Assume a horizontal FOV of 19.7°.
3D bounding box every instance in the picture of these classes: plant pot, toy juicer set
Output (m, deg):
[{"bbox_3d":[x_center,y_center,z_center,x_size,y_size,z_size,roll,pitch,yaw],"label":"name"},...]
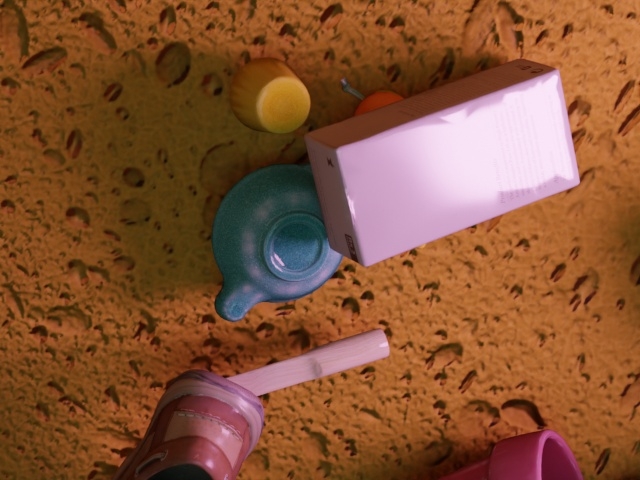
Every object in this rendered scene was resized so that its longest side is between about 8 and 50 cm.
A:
[{"bbox_3d":[0.157,0.295,1.758,0.180,0.201,0.201,-14,105,20],"label":"plant pot"},{"bbox_3d":[0.000,0.000,1.734,0.209,0.089,0.329,5,102,-20],"label":"toy juicer set"}]

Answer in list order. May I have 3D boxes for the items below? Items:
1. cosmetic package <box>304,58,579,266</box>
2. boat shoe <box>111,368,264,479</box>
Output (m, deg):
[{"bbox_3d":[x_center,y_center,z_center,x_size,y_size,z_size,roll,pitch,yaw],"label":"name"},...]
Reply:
[{"bbox_3d":[0.111,-0.073,1.661,0.231,0.085,0.117,-19,109,-18],"label":"cosmetic package"},{"bbox_3d":[-0.146,0.257,1.725,0.123,0.116,0.324,19,134,-1],"label":"boat shoe"}]
